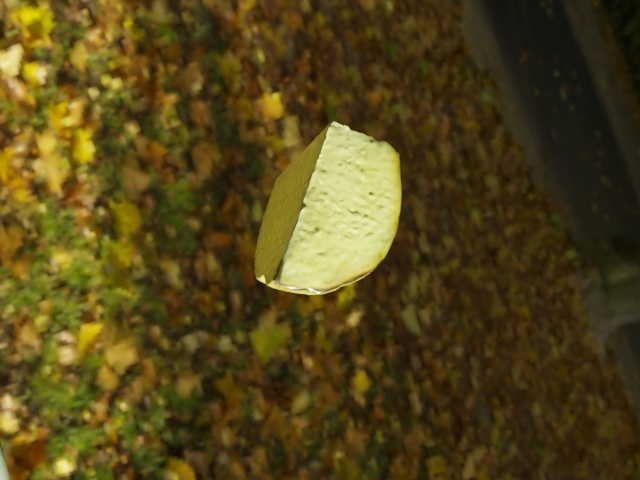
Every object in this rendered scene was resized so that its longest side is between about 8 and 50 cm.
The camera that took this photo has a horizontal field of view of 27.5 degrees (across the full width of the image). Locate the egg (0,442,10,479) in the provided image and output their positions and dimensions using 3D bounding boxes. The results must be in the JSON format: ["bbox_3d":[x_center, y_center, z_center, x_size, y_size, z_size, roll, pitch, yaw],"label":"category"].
[{"bbox_3d":[-0.253,0.179,0.679,0.264,0.183,0.183,-66,165,11],"label":"egg"}]

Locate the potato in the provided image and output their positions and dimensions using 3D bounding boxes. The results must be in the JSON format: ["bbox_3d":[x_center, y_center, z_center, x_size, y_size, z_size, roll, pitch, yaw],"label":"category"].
[{"bbox_3d":[0.000,0.000,1.025,0.081,0.120,0.149,25,64,-12],"label":"potato"}]
